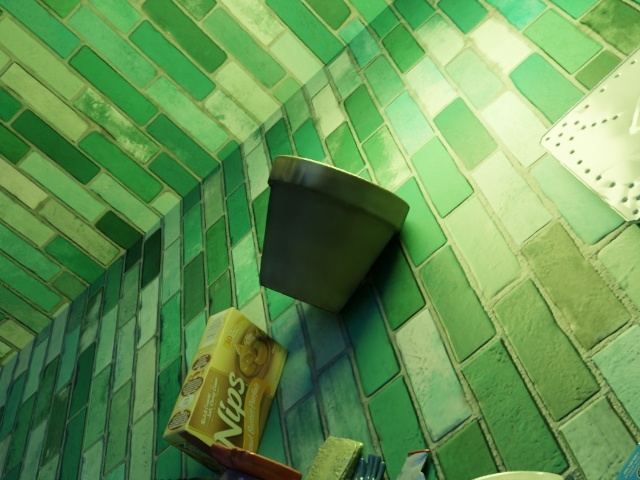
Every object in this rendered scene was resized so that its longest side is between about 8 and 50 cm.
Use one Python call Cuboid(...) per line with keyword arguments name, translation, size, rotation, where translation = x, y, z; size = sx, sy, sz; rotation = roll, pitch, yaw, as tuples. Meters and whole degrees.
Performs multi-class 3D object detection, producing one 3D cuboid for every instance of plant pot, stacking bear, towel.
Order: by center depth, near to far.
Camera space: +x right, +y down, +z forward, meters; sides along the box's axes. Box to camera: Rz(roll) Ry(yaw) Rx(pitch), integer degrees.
Cuboid(name="stacking bear", translation=(-0.152, 0.532, 1.596), size=(0.175, 0.164, 0.289), rotation=(-17, 50, 62))
Cuboid(name="towel", translation=(0.014, 0.426, 1.628), size=(0.110, 0.027, 0.148), rotation=(-9, 46, 53))
Cuboid(name="plant pot", translation=(0.000, 0.000, 1.968), size=(0.323, 0.323, 0.280), rotation=(14, 82, 61))

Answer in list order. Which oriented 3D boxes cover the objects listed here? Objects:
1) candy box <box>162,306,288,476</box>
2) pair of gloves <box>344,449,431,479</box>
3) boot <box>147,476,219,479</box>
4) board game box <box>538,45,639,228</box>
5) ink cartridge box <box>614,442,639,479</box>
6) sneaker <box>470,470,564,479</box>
Cuboid(name="candy box", translation=(-0.195, 0.323, 1.908), size=(0.087, 0.183, 0.316), rotation=(-25, 34, 40))
Cuboid(name="pair of gloves", translation=(0.106, 0.426, 1.498), size=(0.198, 0.023, 0.159), rotation=(-20, 36, 42))
Cuboid(name="boot", translation=(-0.327, 0.615, 1.772), size=(0.348, 0.131, 0.260), rotation=(-23, 36, 40))
Cuboid(name="board game box", translation=(0.617, -0.228, 1.577), size=(0.390, 0.050, 0.390), rotation=(-43, 27, 11))
Cuboid(name="ink cartridge box", translation=(0.430, 0.347, 1.040), size=(0.148, 0.086, 0.203), rotation=(-53, 26, -9))
Cuboid(name="sneaker", translation=(0.217, 0.428, 1.257), size=(0.295, 0.147, 0.104), rotation=(-18, -1, -3))
